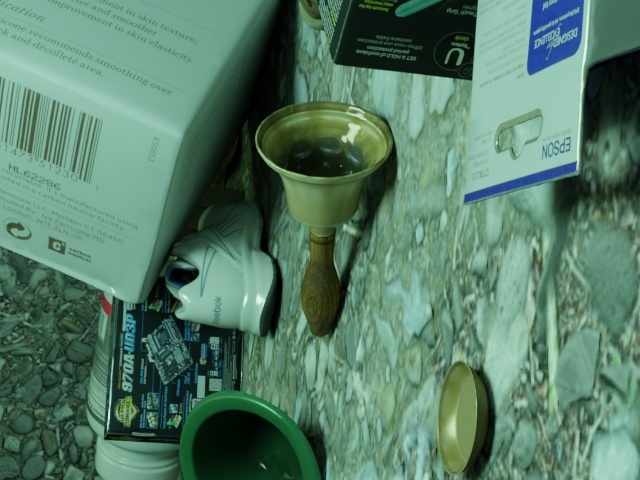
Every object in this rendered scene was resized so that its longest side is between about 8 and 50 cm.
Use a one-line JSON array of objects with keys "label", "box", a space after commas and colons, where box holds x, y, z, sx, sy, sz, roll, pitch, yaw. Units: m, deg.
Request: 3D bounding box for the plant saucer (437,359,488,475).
[{"label": "plant saucer", "box": [0.105, 0.129, 1.018, 0.083, 0.015, 0.083, -174, 90, -76]}]

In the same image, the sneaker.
[{"label": "sneaker", "box": [-0.134, 0.021, 1.782, 0.297, 0.129, 0.111, -116, 32, -67]}]

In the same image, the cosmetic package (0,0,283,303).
[{"label": "cosmetic package", "box": [-0.269, -0.205, 1.766, 0.327, 0.329, 0.393, 111, -177, -48]}]

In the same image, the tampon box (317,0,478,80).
[{"label": "tampon box", "box": [0.077, -0.217, 1.049, 0.101, 0.120, 0.161, -101, 22, -47]}]

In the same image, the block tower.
[{"label": "block tower", "box": [-0.196, -0.023, 2.120, 0.335, 0.097, 0.091, 166, 110, -76]}]

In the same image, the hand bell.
[{"label": "hand bell", "box": [0.000, 0.000, 1.360, 0.126, 0.126, 0.242, -102, 11, -51]}]

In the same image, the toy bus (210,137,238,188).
[{"label": "toy bus", "box": [-0.239, -0.147, 2.107, 0.211, 0.220, 0.149, 111, 164, -64]}]

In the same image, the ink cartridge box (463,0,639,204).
[{"label": "ink cartridge box", "box": [0.154, -0.209, 0.857, 0.176, 0.069, 0.371, 164, 114, -74]}]

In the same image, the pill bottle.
[{"label": "pill bottle", "box": [-0.248, 0.200, 2.066, 0.176, 0.176, 0.318, -113, 32, -63]}]

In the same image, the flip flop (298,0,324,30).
[{"label": "flip flop", "box": [0.004, -0.277, 1.446, 0.277, 0.080, 0.112, 180, 96, -76]}]

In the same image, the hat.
[{"label": "hat", "box": [-0.037, 0.218, 1.526, 0.208, 0.183, 0.173, 8, 107, 34]}]

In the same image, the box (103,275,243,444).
[{"label": "box", "box": [-0.192, 0.158, 1.863, 0.051, 0.175, 0.220, 131, 141, -68]}]
